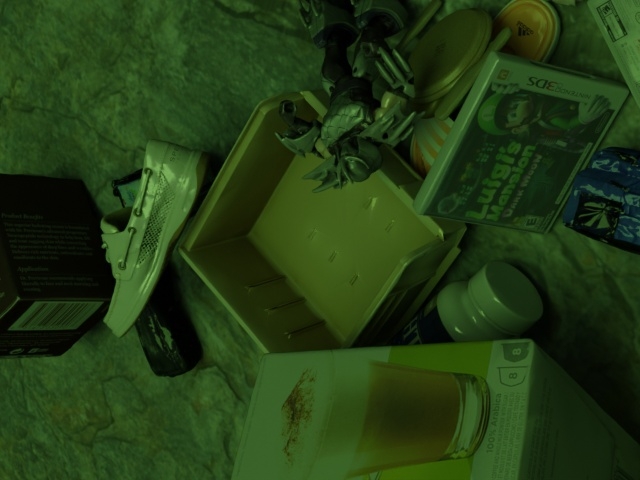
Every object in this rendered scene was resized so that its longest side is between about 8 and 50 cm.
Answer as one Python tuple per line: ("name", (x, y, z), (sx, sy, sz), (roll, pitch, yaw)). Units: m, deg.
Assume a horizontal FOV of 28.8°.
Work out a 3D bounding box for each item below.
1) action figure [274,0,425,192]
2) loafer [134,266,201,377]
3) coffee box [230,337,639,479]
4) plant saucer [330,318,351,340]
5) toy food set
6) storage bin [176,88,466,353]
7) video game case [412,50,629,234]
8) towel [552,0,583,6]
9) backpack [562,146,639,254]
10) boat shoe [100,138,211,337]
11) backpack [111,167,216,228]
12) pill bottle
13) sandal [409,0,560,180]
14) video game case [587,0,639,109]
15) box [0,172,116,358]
("action figure", (0.030, -0.171, 1.333), (0.185, 0.099, 0.285), (-26, 47, 32))
("loafer", (-0.238, 0.082, 1.696), (0.078, 0.076, 0.223), (-19, 95, 29))
("coffee box", (0.119, 0.327, 1.277), (0.334, 0.338, 0.337), (-6, 58, 35))
("plant saucer", (0.001, 0.180, 1.595), (0.067, 0.018, 0.192), (44, 122, 17))
("toy food set", (0.137, -0.188, 1.326), (0.132, 0.038, 0.192), (-51, 28, 6))
("storage bin", (0.000, 0.000, 1.460), (0.262, 0.123, 0.260), (48, 127, 22))
("video game case", (0.207, -0.095, 1.293), (0.190, 0.173, 0.022), (-64, 33, 29))
("towel", (0.164, -0.439, 1.293), (0.332, 0.053, 0.317), (25, 115, 27))
("backpack", (0.322, -0.037, 1.265), (0.120, 0.098, 0.101), (24, 111, 28))
("boat shoe", (-0.225, -0.006, 1.538), (0.096, 0.098, 0.277), (23, 115, -8))
("backpack", (-0.192, -0.065, 1.610), (0.114, 0.105, 0.084), (-18, 100, 29))
("pill bottle", (0.159, 0.111, 1.408), (0.112, 0.112, 0.186), (50, 124, 13))
("sandal", (0.160, -0.152, 1.358), (0.102, 0.076, 0.265), (40, 122, 20))
("video game case", (0.360, -0.204, 1.242), (0.143, 0.019, 0.157), (-28, 85, 36))
("box", (-0.409, 0.037, 1.716), (0.167, 0.168, 0.203), (-40, 61, 36))
